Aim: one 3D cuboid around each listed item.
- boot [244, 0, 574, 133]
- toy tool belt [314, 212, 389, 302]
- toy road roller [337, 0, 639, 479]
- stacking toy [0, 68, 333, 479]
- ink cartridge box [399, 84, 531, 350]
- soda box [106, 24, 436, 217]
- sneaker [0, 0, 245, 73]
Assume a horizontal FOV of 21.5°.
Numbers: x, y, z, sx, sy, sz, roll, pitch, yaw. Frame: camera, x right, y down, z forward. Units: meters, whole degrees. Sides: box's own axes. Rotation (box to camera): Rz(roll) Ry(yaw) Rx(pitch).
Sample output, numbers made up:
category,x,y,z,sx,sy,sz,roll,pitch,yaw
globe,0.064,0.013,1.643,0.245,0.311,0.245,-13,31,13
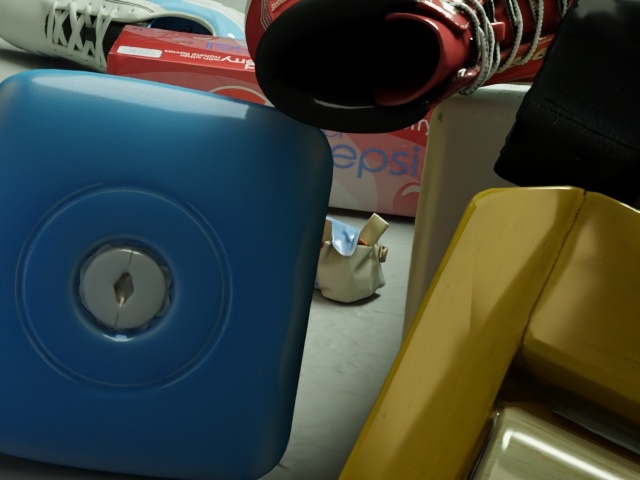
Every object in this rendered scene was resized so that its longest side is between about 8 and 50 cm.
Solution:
category,x,y,z,sx,sy,sz,roll,pitch,yaw
boot,0.090,-0.096,0.732,0.244,0.088,0.176,-10,14,-2
toy tool belt,0.000,0.000,0.985,0.083,0.051,0.052,16,22,23
toy road roller,0.126,0.080,0.654,0.202,0.241,0.330,25,59,5
stacking toy,-0.089,-0.004,0.864,0.165,0.175,0.302,9,9,-3
ink cartridge box,0.237,-0.024,0.965,0.285,0.166,0.395,14,22,15
soda box,-0.011,-0.077,1.127,0.263,0.092,0.083,7,20,0
sneaker,-0.161,-0.166,1.322,0.237,0.085,0.086,13,17,19
